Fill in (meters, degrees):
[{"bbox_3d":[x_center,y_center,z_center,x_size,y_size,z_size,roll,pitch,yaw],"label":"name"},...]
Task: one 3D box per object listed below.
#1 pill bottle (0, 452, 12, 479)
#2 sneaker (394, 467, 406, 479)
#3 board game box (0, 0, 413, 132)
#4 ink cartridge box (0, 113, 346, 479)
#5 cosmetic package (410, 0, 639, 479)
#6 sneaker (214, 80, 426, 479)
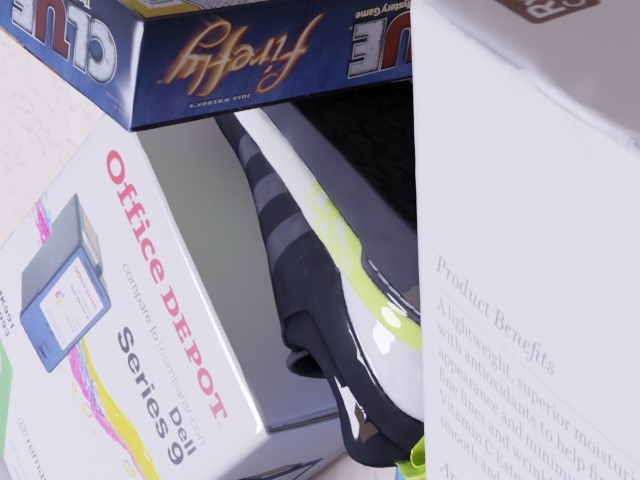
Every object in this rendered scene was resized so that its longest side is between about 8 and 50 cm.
[{"bbox_3d":[-0.296,0.262,1.080,0.210,0.210,0.363,52,136,27],"label":"pill bottle"},{"bbox_3d":[0.058,0.101,0.703,0.082,0.069,0.209,54,139,43],"label":"sneaker"},{"bbox_3d":[-0.069,-0.124,0.703,0.243,0.165,0.042,38,130,39],"label":"board game box"},{"bbox_3d":[-0.066,0.046,0.815,0.212,0.093,0.154,-41,68,48],"label":"ink cartridge box"},{"bbox_3d":[0.124,0.026,0.476,0.151,0.151,0.184,42,143,49],"label":"cosmetic package"},{"bbox_3d":[0.000,0.000,0.668,0.097,0.084,0.235,-66,27,22],"label":"sneaker"}]
